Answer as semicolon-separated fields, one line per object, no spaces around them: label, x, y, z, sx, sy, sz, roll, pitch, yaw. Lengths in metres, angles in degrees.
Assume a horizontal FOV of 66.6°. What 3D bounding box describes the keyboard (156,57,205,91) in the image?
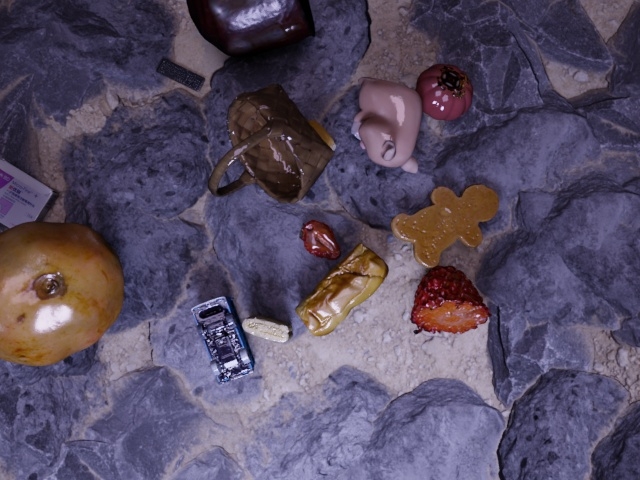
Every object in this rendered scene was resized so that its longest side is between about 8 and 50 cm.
keyboard;-0.444;-0.526;1.550;0.155;0.010;0.053;26;85;2

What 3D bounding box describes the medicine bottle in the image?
medicine bottle;-0.938;-0.130;1.501;0.201;0.052;0.171;32;86;1

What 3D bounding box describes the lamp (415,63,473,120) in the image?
lamp;0.372;-0.445;1.483;0.182;0.140;0.182;4;72;-12

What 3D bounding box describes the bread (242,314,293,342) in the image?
bread;-0.146;0.252;1.401;0.139;0.178;0.060;17;81;2

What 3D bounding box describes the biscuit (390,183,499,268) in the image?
biscuit;0.392;-0.058;1.475;0.340;0.047;0.216;-34;80;-13

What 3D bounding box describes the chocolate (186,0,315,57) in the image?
chocolate;-0.217;-0.721;1.421;0.331;0.383;0.383;-15;85;13

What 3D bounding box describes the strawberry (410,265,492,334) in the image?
strawberry;0.370;0.168;1.430;0.234;0.234;0.178;4;56;1

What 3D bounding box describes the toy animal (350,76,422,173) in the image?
toy animal;0.190;-0.348;1.444;0.213;0.195;0.256;11;92;35

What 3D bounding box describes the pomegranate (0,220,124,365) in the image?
pomegranate;-0.755;0.142;1.327;0.411;0.411;0.411;0;85;0

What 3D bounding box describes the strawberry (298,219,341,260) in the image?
strawberry;0.000;-0.001;1.487;0.152;0.048;0.104;37;90;6

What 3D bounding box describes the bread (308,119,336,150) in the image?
bread;-0.026;-0.306;1.494;0.106;0.082;0.125;-39;83;4

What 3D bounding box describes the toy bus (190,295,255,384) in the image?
toy bus;-0.280;0.280;1.422;0.116;0.133;0.234;-20;91;-1

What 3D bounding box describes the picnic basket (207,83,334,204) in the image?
picnic basket;-0.178;-0.232;1.362;0.337;0.293;0.337;9;65;-19

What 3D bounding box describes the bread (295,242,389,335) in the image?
bread;0.062;0.147;1.414;0.132;0.167;0.294;45;87;3
